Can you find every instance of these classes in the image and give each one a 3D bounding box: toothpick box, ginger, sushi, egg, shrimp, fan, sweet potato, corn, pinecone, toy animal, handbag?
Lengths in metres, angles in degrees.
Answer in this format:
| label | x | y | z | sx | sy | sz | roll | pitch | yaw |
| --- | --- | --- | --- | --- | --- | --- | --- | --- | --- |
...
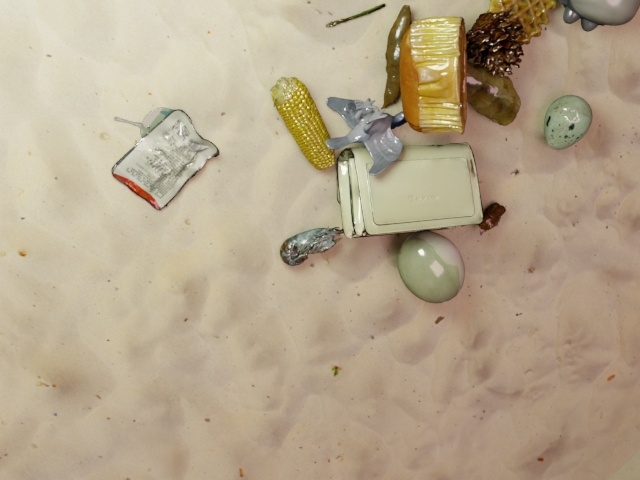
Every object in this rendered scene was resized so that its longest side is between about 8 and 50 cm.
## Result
| label | x | y | z | sx | sy | sz | roll | pitch | yaw |
| --- | --- | --- | --- | --- | --- | --- | --- | --- | --- |
| toothpick box | 0.747 | -0.703 | 1.898 | 0.229 | 0.229 | 0.316 | 10 | 111 | -27 |
| ginger | 0.436 | -0.406 | 1.957 | 0.263 | 0.116 | 0.109 | 26 | 71 | -25 |
| sushi | 0.507 | -0.064 | 2.167 | 0.118 | 0.061 | 0.060 | -41 | 110 | -3 |
| egg | 0.308 | 0.066 | 2.067 | 0.183 | 0.183 | 0.217 | -37 | 129 | -4 |
| egg | 0.703 | -0.334 | 2.088 | 0.131 | 0.131 | 0.164 | 2 | 119 | -24 |
| shrimp | 0.000 | 0.000 | 1.960 | 0.233 | 0.090 | 0.079 | -22 | 87 | -1 |
| fan | -0.398 | -0.265 | 1.720 | 0.175 | 0.005 | 0.113 | 13 | 107 | -27 |
| sweet potato | 0.194 | -0.460 | 1.855 | 0.067 | 0.067 | 0.273 | -3 | 119 | -22 |
| corn | -0.038 | -0.288 | 1.816 | 0.091 | 0.091 | 0.260 | -23 | 126 | 8 |
| pinecone | 0.443 | -0.496 | 1.850 | 0.174 | 0.173 | 0.173 | -9 | 116 | -19 |
| toy animal | 0.128 | -0.276 | 1.838 | 0.255 | 0.239 | 0.176 | -28 | 158 | -7 |
| handbag | 0.234 | -0.138 | 1.948 | 0.359 | 0.160 | 0.236 | -5 | 90 | -22 |

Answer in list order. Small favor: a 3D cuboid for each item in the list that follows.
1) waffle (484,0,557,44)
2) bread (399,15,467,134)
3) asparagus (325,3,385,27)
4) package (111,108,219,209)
| label | x | y | z | sx | sy | sz | roll | pitch | yaw |
| --- | --- | --- | --- | --- | --- | --- | --- | --- | --- |
| waffle | 0.516 | -0.639 | 1.915 | 0.249 | 0.056 | 0.253 | 18 | 106 | -28 |
| bread | 0.278 | -0.399 | 1.796 | 0.156 | 0.204 | 0.288 | 1 | 119 | 18 |
| asparagus | 0.088 | -0.552 | 1.795 | 0.166 | 0.016 | 0.013 | -24 | 161 | -12 |
| package | -0.366 | -0.194 | 1.746 | 0.232 | 0.040 | 0.166 | -42 | 121 | 11 |
